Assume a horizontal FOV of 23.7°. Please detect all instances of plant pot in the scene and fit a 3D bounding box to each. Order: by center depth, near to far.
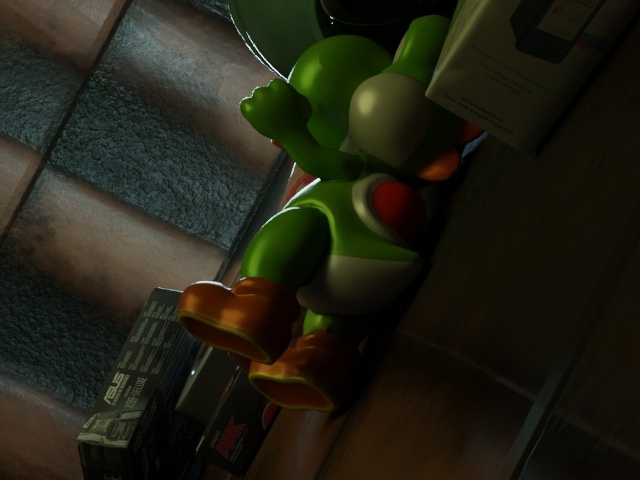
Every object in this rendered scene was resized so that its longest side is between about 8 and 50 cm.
[{"bbox_3d":[0.059,-0.260,1.509,0.293,0.293,0.196,-61,19,12],"label":"plant pot"}]

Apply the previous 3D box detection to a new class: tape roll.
[{"bbox_3d":[-0.121,0.151,2.086,0.219,0.072,0.219,-61,7,13],"label":"tape roll"}]

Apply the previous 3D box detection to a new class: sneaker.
[{"bbox_3d":[0.110,-0.244,1.347,0.118,0.222,0.083,-127,22,-80],"label":"sneaker"}]

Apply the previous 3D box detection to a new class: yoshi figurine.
[{"bbox_3d":[0.006,-0.044,1.346,0.362,0.203,0.203,-61,-1,-20],"label":"yoshi figurine"}]

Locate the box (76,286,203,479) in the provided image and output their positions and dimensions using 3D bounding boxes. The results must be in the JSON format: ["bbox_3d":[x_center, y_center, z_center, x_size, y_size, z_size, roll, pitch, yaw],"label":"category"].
[{"bbox_3d":[-0.242,0.258,2.163,0.307,0.076,0.242,-68,-18,-46],"label":"box"}]

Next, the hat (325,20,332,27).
[{"bbox_3d":[0.120,-0.317,1.702,0.134,0.331,0.331,8,64,41],"label":"hat"}]

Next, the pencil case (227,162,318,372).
[{"bbox_3d":[0.000,0.000,1.501,0.124,0.124,0.284,-53,12,56],"label":"pencil case"}]

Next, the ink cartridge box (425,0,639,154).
[{"bbox_3d":[0.171,-0.191,1.055,0.212,0.093,0.154,-55,9,40],"label":"ink cartridge box"}]

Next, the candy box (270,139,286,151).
[{"bbox_3d":[0.056,-0.292,2.329,0.268,0.122,0.317,-58,9,34],"label":"candy box"}]

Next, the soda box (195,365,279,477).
[{"bbox_3d":[-0.073,0.168,1.657,0.169,0.060,0.053,-62,5,8],"label":"soda box"}]
